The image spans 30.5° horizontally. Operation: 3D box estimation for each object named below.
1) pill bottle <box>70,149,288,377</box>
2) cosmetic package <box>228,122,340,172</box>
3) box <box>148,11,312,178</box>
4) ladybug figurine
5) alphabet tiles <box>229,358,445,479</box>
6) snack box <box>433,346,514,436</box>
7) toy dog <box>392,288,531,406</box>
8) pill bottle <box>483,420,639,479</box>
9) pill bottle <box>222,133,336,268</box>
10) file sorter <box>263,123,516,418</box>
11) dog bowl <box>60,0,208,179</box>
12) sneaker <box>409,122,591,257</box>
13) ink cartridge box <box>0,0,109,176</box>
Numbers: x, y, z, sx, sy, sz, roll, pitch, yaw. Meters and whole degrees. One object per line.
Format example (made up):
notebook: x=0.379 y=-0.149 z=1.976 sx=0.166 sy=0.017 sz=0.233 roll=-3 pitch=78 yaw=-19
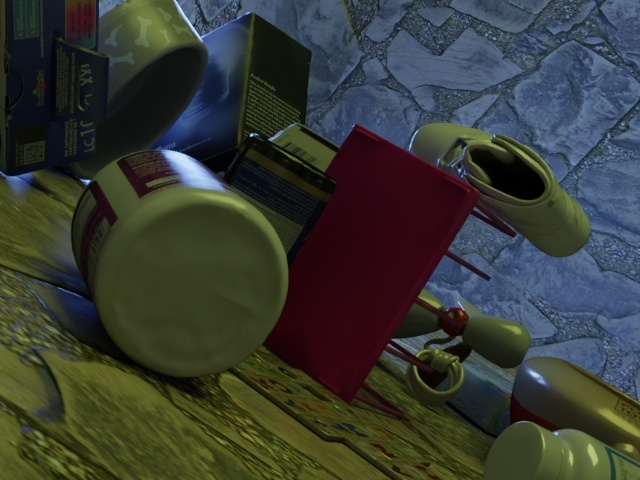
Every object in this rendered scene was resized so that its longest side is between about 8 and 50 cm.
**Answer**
pill bottle: x=-0.147 y=0.005 z=1.118 sx=0.169 sy=0.169 sz=0.301 roll=29 pitch=4 yaw=-22
cosmetic package: x=0.000 y=0.000 z=1.674 sx=0.153 sy=0.129 sz=0.296 roll=36 pitch=-26 yaw=47
box: x=-0.188 y=-0.230 z=2.231 sx=0.296 sy=0.294 sz=0.183 roll=-18 pitch=-33 yaw=38
ladybug figurine: x=0.382 y=0.287 z=1.598 sx=0.305 sy=0.162 sz=0.449 roll=32 pitch=3 yaw=13
alphabet tiles: x=0.019 y=0.189 z=1.226 sx=0.237 sy=0.009 sz=0.198 roll=32 pitch=3 yaw=28
snack box: x=0.286 y=0.264 z=1.895 sx=0.207 sy=0.070 sz=0.174 roll=29 pitch=4 yaw=-40
toy dog: x=0.157 y=0.144 z=1.849 sx=0.334 sy=0.220 sz=0.161 roll=41 pitch=-22 yaw=33
pill bottle: x=0.286 y=0.276 z=1.256 sx=0.221 sy=0.124 sz=0.124 roll=29 pitch=4 yaw=-23
pill bottle: x=-0.084 y=-0.005 z=1.375 sx=0.123 sy=0.219 sz=0.123 roll=30 pitch=4 yaw=-2
file sorter: x=0.079 y=0.047 z=1.472 sx=0.202 sy=0.290 sz=0.182 roll=33 pitch=1 yaw=37
dog bowl: x=-0.327 y=-0.243 z=1.943 sx=0.102 sy=0.349 sz=0.349 roll=43 pitch=6 yaw=10
sneaker: x=0.206 y=-0.102 z=1.498 sx=0.292 sy=0.108 sz=0.169 roll=35 pitch=-4 yaw=37
ink cartridge box: x=-0.437 y=-0.267 z=1.612 sx=0.151 sy=0.270 sz=0.395 roll=-18 pitch=38 yaw=-38
